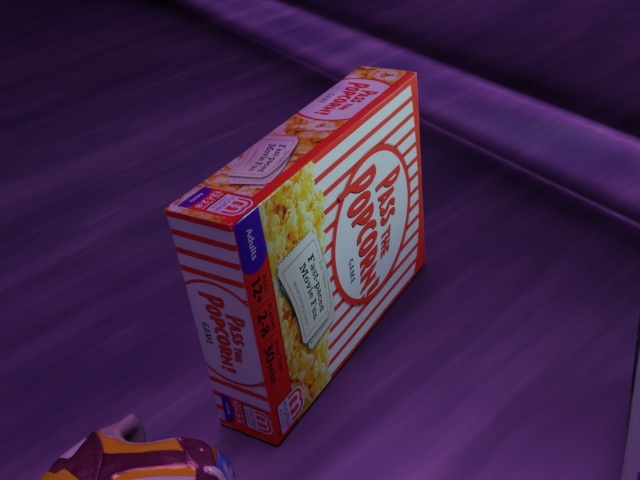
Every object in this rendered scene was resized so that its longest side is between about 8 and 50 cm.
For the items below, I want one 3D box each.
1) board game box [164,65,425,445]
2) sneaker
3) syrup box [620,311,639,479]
[{"bbox_3d":[0.000,0.000,0.469,0.045,0.146,0.193,13,39,29],"label":"board game box"},{"bbox_3d":[-0.055,0.132,0.348,0.185,0.069,0.084,19,47,33],"label":"sneaker"},{"bbox_3d":[0.191,0.008,0.334,0.096,0.236,0.093,9,36,22],"label":"syrup box"}]
